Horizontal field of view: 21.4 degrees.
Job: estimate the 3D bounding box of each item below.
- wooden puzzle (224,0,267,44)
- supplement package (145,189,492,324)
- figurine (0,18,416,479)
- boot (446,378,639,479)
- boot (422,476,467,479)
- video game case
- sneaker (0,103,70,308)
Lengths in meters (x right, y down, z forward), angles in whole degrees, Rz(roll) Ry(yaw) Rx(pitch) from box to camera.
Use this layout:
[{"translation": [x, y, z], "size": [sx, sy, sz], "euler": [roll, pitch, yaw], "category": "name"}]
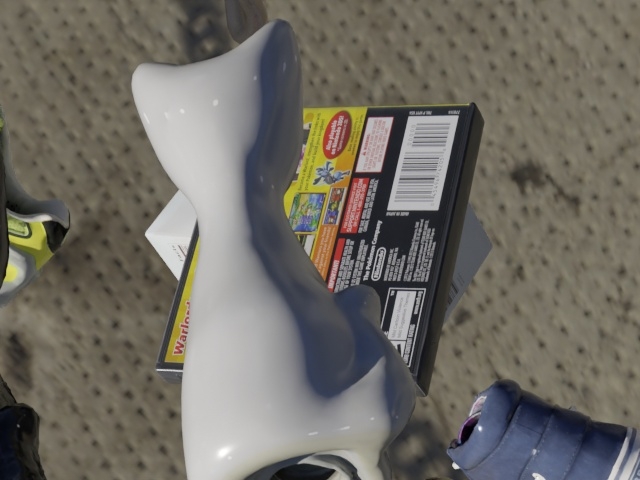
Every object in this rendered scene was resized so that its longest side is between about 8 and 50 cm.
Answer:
[{"translation": [-0.089, -0.367, 1.221], "size": [0.080, 0.348, 0.322], "euler": [-14, 50, 7], "category": "wooden puzzle"}, {"translation": [0.000, 0.000, 1.808], "size": [0.262, 0.198, 0.199], "euler": [5, 49, 42], "category": "supplement package"}, {"translation": [-0.081, 0.025, 0.634], "size": [0.214, 0.092, 0.209], "euler": [-20, 55, 8], "category": "figurine"}, {"translation": [0.105, 0.111, 0.844], "size": [0.086, 0.190, 0.069], "euler": [27, 71, 3], "category": "boot"}, {"translation": [-0.017, 0.184, 0.974], "size": [0.115, 0.305, 0.112], "euler": [35, 120, 26], "category": "boot"}, {"translation": [0.001, 0.002, 1.489], "size": [0.248, 0.035, 0.275], "euler": [1, 61, 25], "category": "video game case"}, {"translation": [-0.373, -0.116, 1.552], "size": [0.147, 0.385, 0.145], "euler": [-32, 11, 13], "category": "sneaker"}]
